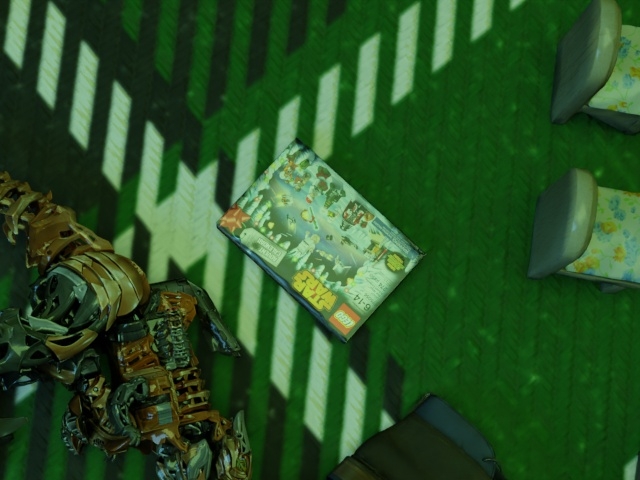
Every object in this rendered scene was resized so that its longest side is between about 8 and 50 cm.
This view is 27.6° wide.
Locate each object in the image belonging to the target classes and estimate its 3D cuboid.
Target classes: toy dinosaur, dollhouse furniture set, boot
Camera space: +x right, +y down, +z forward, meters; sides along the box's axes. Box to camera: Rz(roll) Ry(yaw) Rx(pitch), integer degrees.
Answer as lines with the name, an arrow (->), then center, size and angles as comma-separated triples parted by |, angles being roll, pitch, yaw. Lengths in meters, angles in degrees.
toy dinosaur -> -0.187, 0.076, 0.949 | 0.218, 0.164, 0.322 | -35, 66, -22
dollhouse furniture set -> 0.346, 0.029, 0.905 | 0.362, 0.256, 0.394 | 10, 81, -2
boot -> 0.109, 0.188, 0.918 | 0.106, 0.082, 0.219 | -44, 48, -16

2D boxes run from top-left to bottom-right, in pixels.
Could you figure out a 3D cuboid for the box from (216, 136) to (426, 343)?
box -> 0.000, 0.000, 1.005 | 0.137, 0.027, 0.094 | 42, 83, 3
